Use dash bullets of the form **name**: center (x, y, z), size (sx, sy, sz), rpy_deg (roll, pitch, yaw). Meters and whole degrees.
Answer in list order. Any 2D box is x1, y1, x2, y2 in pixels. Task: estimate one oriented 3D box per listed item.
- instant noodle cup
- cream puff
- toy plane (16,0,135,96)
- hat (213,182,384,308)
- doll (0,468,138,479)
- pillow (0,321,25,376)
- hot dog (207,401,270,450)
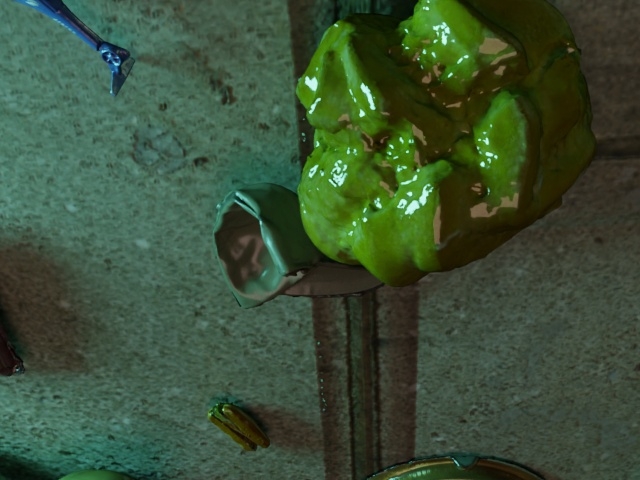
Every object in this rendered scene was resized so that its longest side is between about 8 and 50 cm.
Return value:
- **instant noodle cup**: center (0.146, 0.360, 1.000), size (0.273, 0.091, 0.274), rpy_deg (0, 129, 0)
- **cream puff**: center (0.071, -0.077, 0.593), size (0.221, 0.195, 0.195), rpy_deg (-32, 124, 17)
- **toy plane**: center (-0.191, -0.165, 0.591), size (0.167, 0.054, 0.062), rpy_deg (39, 143, -27)
- **hat**: center (0.000, 0.000, 0.726), size (0.175, 0.085, 0.147), rpy_deg (-3, 166, -24)
- **doll**: center (-0.280, 0.315, 0.906), size (0.260, 0.162, 0.177), rpy_deg (2, 128, 0)
- **pillow**: center (-0.335, 0.058, 0.770), size (0.118, 0.043, 0.185), rpy_deg (-6, 133, -5)
- **hot dog**: center (-0.083, 0.187, 0.896), size (0.037, 0.021, 0.083), rpy_deg (-17, 129, 25)
